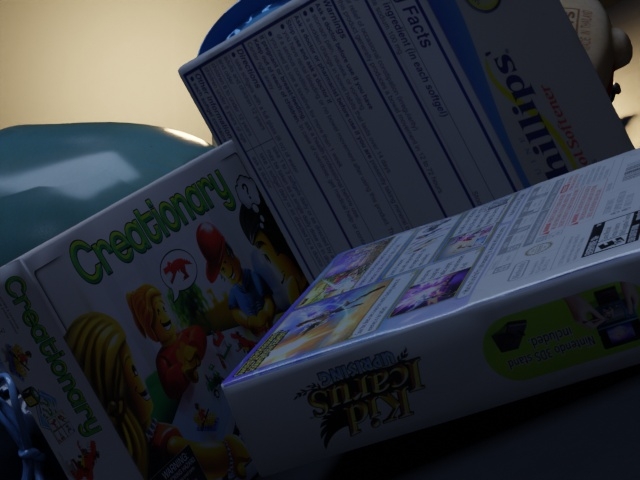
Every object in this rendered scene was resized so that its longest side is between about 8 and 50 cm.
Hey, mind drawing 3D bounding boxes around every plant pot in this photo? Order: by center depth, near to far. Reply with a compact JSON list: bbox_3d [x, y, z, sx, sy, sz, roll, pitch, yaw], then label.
[{"bbox_3d":[-0.186,0.019,1.568,0.235,0.293,0.293,-5,18,34],"label":"plant pot"}]

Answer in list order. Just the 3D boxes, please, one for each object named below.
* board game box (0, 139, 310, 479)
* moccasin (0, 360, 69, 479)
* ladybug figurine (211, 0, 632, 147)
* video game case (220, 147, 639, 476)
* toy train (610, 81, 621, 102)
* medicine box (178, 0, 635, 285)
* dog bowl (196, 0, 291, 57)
[{"bbox_3d":[-0.090,0.061,1.053,0.053,0.193,0.305,-26,6,25],"label":"board game box"},{"bbox_3d":[-0.186,0.128,1.228,0.342,0.138,0.117,-30,10,-6],"label":"moccasin"},{"bbox_3d":[0.108,-0.132,1.677,0.449,0.162,0.305,-9,48,25],"label":"ladybug figurine"},{"bbox_3d":[0.097,0.030,0.944,0.244,0.061,0.269,-18,10,19],"label":"video game case"},{"bbox_3d":[0.273,-0.144,1.812,0.105,0.080,0.184,-15,9,28],"label":"toy train"},{"bbox_3d":[0.070,-0.093,1.315,0.289,0.263,0.149,-22,8,47],"label":"medicine box"},{"bbox_3d":[0.004,-0.158,1.592,0.166,0.074,0.297,-46,44,-12],"label":"dog bowl"}]
